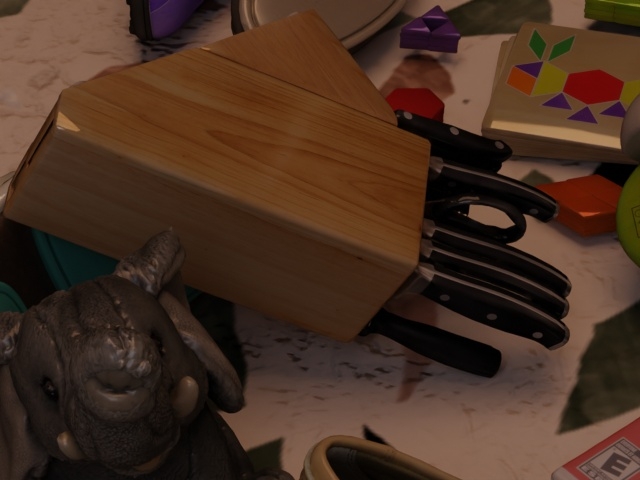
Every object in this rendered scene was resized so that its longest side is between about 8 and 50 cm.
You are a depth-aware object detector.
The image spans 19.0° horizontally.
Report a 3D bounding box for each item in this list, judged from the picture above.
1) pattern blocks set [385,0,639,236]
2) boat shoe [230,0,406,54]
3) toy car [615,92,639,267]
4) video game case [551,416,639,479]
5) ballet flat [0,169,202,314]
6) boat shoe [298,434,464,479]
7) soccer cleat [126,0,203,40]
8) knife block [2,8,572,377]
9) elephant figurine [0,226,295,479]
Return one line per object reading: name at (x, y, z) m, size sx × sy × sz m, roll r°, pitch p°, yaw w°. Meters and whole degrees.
pattern blocks set at (0.199, -0.095, 1.299) m, size 0.325 × 0.026 × 0.285 m, roll 15°, pitch 42°, yaw 20°
boat shoe at (0.015, -0.214, 1.422) m, size 0.112 × 0.095 × 0.335 m, roll 38°, pitch 48°, yaw -8°
toy car at (0.269, -0.022, 1.122) m, size 0.182 × 0.136 × 0.159 m, roll -19°, pitch 68°, yaw 22°
video game case at (0.296, 0.122, 1.028) m, size 0.285 × 0.025 × 0.204 m, roll -27°, pitch 45°, yaw -28°
ballet flat at (-0.188, 0.028, 1.100) m, size 0.139 × 0.139 × 0.400 m, roll 23°, pitch 46°, yaw 27°
boat shoe at (0.111, 0.182, 0.886) m, size 0.285 × 0.089 × 0.104 m, roll 21°, pitch 42°, yaw 8°
soccer cleat at (-0.073, -0.255, 1.452) m, size 0.116 × 0.108 × 0.318 m, roll 8°, pitch 37°, yaw 6°
knife block at (0.000, 0.000, 1.057) m, size 0.276 × 0.088 × 0.242 m, roll -23°, pitch 70°, yaw -41°
elephant figurine at (-0.099, 0.075, 0.925) m, size 0.186 × 0.239 × 0.169 m, roll 12°, pitch 44°, yaw 28°
